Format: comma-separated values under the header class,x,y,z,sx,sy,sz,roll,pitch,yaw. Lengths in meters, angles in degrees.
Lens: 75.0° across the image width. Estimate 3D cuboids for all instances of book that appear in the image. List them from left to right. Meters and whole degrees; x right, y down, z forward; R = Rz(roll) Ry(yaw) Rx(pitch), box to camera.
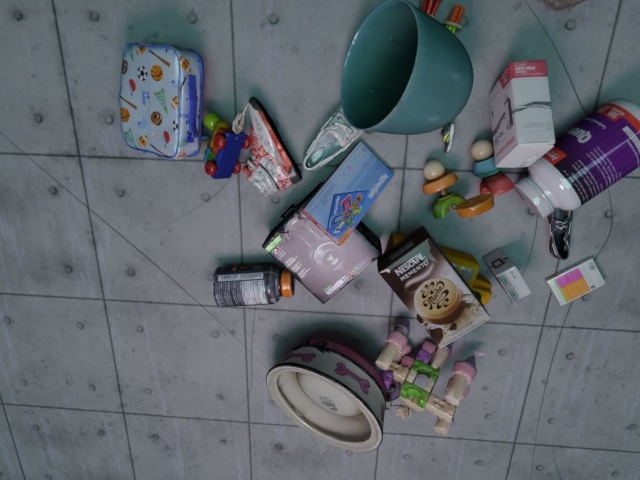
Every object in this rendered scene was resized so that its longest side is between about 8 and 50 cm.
class,x,y,z,sx,sy,sz,roll,pitch,yaw
book,0.791,0.127,1.297,0.144,0.035,0.096,-30,102,14

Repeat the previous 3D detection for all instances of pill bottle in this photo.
class,x,y,z,sx,sy,sz,roll,pitch,yaw
pill bottle,-0.208,0.142,1.328,0.245,0.130,0.130,-4,110,6
pill bottle,0.691,-0.205,1.103,0.323,0.181,0.181,-39,103,16

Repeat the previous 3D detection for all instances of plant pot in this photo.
class,x,y,z,sx,sy,sz,roll,pitch,yaw
plant pot,0.224,-0.395,1.022,0.235,0.293,0.293,4,114,-30

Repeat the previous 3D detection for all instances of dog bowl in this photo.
class,x,y,z,sx,sy,sz,roll,pitch,yaw
dog bowl,0.032,0.490,1.350,0.408,0.150,0.408,18,133,20

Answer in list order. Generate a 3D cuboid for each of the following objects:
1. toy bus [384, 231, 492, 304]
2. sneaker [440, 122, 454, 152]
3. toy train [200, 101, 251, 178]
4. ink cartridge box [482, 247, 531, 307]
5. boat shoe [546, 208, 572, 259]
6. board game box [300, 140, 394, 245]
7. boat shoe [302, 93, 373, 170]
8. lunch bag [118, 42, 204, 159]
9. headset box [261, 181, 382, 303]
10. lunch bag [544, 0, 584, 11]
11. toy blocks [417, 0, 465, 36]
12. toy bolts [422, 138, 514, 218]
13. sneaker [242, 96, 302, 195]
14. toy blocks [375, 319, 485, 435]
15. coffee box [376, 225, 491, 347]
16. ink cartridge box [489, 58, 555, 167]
class,x,y,z,sx,sy,sz,roll,pitch,yaw
toy bus,0.360,0.088,1.276,0.332,0.108,0.130,16,109,-1
sneaker,0.357,-0.291,1.182,0.035,0.031,0.083,10,107,15
toy train,-0.268,-0.306,1.150,0.143,0.105,0.248,48,128,25
ink cartridge box,0.552,0.107,1.228,0.060,0.180,0.104,-33,105,15
boat shoe,0.710,-0.040,1.224,0.075,0.065,0.206,-6,109,7
board game box,0.082,-0.136,1.167,0.145,0.027,0.281,42,68,-10
boat shoe,0.052,-0.297,1.165,0.098,0.096,0.277,39,107,-8
lunch bag,-0.423,-0.369,1.132,0.243,0.115,0.303,16,112,23
headset box,0.000,0.000,1.259,0.246,0.131,0.283,-42,101,16
lunch bag,0.546,-0.664,0.918,0.169,0.235,0.287,-36,103,13
toy blocks,0.312,-0.581,1.064,0.123,0.054,0.148,17,110,-1
toy bolts,0.410,-0.176,1.140,0.228,0.218,0.158,-26,100,-6
sneaker,-0.177,-0.259,1.200,0.145,0.090,0.270,-26,109,10
toy blocks,0.352,0.419,1.362,0.288,0.260,0.309,20,140,27
coffee box,0.312,0.131,1.173,0.168,0.119,0.297,-37,102,16
ink cartridge box,0.500,-0.310,1.048,0.092,0.158,0.218,-3,79,3
